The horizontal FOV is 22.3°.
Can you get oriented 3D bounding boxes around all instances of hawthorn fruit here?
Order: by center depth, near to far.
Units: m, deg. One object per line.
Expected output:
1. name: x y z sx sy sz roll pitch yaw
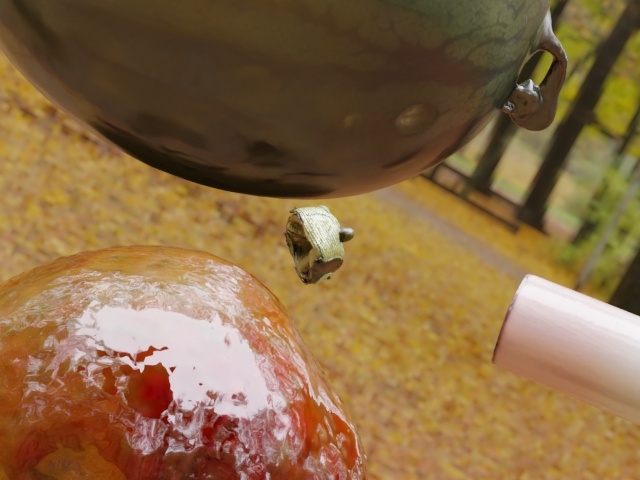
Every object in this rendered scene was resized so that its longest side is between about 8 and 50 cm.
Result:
1. hawthorn fruit: -0.154 0.170 1.306 0.403 0.402 0.403 29 6 -3

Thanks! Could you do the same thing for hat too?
1. hat: 0.000 0.001 1.725 0.076 0.059 0.077 61 -21 20

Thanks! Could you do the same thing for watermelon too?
1. watermelon: -0.025 -0.163 0.886 0.359 0.278 0.279 22 6 2

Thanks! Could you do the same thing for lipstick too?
1. lipstick: 0.311 0.127 1.364 0.327 0.087 0.087 22 4 14
